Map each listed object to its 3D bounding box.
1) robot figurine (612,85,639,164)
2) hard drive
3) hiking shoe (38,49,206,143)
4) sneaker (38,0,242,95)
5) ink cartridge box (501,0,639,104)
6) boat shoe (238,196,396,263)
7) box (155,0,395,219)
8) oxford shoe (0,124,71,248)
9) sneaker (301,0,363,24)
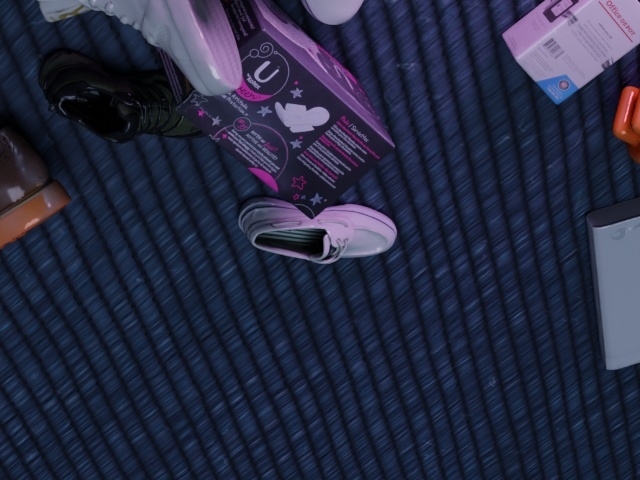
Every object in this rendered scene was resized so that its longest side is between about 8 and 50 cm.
[{"bbox_3d":[0.493,-0.138,1.844,0.219,0.128,0.158,20,130,-19],"label":"robot figurine"},{"bbox_3d":[0.507,0.054,2.077,0.203,0.040,0.307,-17,132,-1],"label":"hard drive"},{"bbox_3d":[-0.221,-0.147,1.653,0.227,0.114,0.086,10,126,-23],"label":"hiking shoe"},{"bbox_3d":[-0.210,-0.255,1.495,0.169,0.292,0.108,-29,171,15],"label":"sneaker"},{"bbox_3d":[0.331,-0.267,1.740,0.180,0.060,0.104,-37,128,17],"label":"ink cartridge box"},{"bbox_3d":[0.000,0.000,1.865,0.226,0.076,0.083,5,128,-19],"label":"boat shoe"},{"bbox_3d":[-0.053,-0.174,1.645,0.142,0.163,0.247,-39,129,14],"label":"box"},{"bbox_3d":[-0.480,-0.019,1.714,0.363,0.130,0.133,-28,100,16],"label":"oxford shoe"},{"bbox_3d":[0.049,-0.335,1.532,0.102,0.161,0.282,-9,133,-24],"label":"sneaker"}]
